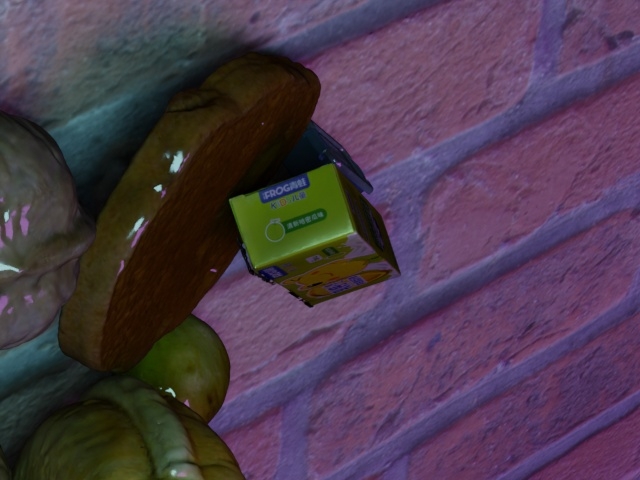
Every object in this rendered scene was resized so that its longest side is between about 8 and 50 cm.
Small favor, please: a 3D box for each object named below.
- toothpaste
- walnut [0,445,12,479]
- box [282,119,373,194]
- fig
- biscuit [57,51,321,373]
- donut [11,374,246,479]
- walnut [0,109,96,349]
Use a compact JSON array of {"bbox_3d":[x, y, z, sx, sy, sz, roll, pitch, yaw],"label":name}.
[{"bbox_3d":[0.000,0.000,1.868,0.110,0.077,0.327,-21,169,7],"label":"toothpaste"},{"bbox_3d":[-0.380,0.261,1.699,0.228,0.228,0.228,-30,142,-27],"label":"walnut"},{"bbox_3d":[0.003,-0.074,1.933,0.054,0.074,0.099,-42,147,8],"label":"box"},{"bbox_3d":[-0.157,0.151,1.921,0.121,0.136,0.153,27,71,-19],"label":"fig"},{"bbox_3d":[-0.122,-0.036,1.738,0.381,0.074,0.359,-53,171,-39],"label":"biscuit"},{"bbox_3d":[-0.196,0.351,1.741,0.198,0.449,0.449,5,122,-26],"label":"donut"},{"bbox_3d":[-0.289,-0.011,1.522,0.224,0.224,0.224,-30,142,-27],"label":"walnut"}]
